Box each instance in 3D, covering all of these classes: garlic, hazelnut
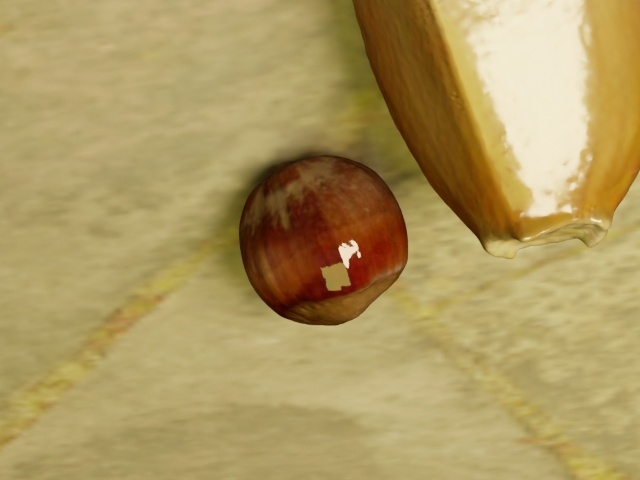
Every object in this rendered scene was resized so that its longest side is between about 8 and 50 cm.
[{"bbox_3d":[0.065,-0.103,0.572,0.115,0.128,0.207,13,138,48],"label":"garlic"},{"bbox_3d":[0.000,0.000,0.666,0.086,0.086,0.086,0,125,1],"label":"hazelnut"}]
